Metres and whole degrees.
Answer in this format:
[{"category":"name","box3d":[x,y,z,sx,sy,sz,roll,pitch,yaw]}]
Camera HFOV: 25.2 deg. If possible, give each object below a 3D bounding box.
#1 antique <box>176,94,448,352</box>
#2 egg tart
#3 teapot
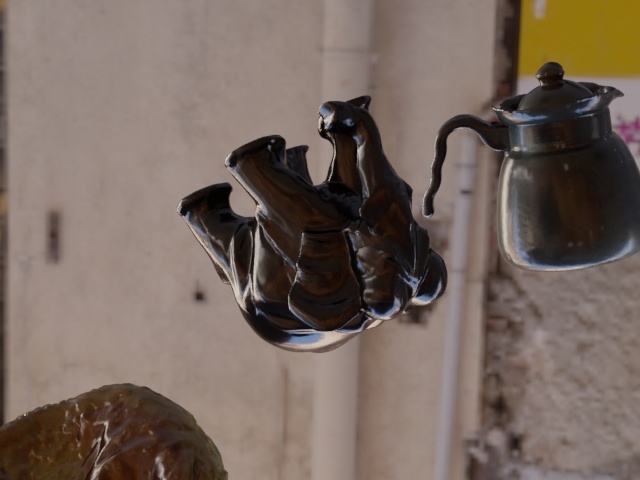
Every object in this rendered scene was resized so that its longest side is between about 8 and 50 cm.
[{"category":"antique","box3d":[0.000,0.000,1.646,0.185,0.255,0.322,-15,165,-39]},{"category":"egg tart","box3d":[-0.306,0.386,1.798,0.443,0.178,0.443,-11,-139,10]},{"category":"teapot","box3d":[0.318,-0.114,2.070,0.305,0.285,0.223,-2,-166,36]}]
